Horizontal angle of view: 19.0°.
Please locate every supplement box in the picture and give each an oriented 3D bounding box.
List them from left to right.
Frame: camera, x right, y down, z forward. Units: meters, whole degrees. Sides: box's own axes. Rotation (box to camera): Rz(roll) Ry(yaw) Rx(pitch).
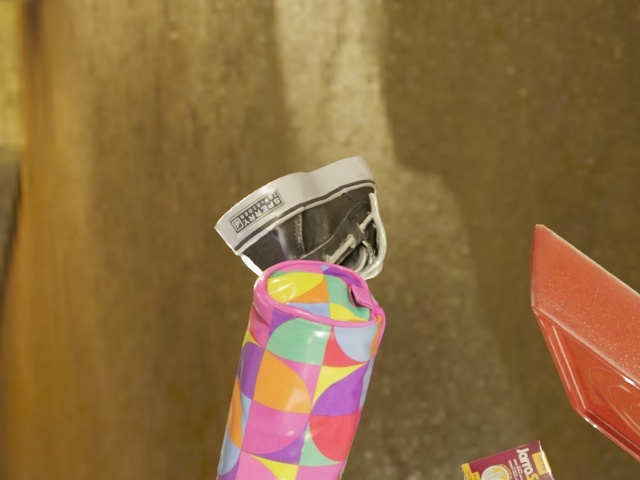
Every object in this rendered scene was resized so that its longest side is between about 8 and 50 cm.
[{"bbox_3d":[0.187,0.240,1.874,0.043,0.083,0.055,71,180,-52],"label":"supplement box"}]

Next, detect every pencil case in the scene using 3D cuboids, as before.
[{"bbox_3d":[-0.018,0.133,1.367,0.104,0.104,0.236,-117,33,-58],"label":"pencil case"}]

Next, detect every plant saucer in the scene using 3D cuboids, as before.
[{"bbox_3d":[0.252,0.126,1.341,0.259,0.048,0.258,39,170,29],"label":"plant saucer"}]

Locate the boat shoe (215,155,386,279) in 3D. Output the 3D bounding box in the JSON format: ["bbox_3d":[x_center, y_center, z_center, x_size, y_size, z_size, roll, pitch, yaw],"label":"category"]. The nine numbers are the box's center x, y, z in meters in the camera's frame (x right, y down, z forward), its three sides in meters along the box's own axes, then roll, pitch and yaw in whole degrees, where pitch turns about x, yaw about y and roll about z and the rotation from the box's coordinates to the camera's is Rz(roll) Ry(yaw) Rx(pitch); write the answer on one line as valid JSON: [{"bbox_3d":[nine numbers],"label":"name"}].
[{"bbox_3d":[0.003,-0.002,1.626,0.105,0.113,0.306,57,-171,3],"label":"boat shoe"}]
